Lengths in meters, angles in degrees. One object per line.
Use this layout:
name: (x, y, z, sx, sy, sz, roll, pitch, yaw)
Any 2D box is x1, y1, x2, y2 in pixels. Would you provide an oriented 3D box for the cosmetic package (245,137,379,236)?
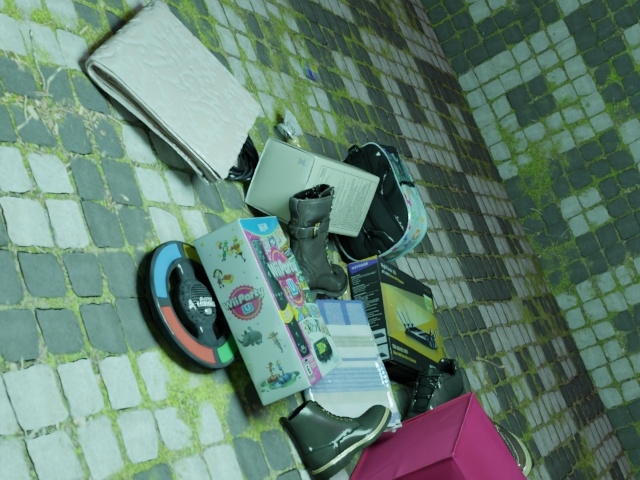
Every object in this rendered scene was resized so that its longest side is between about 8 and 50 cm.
cosmetic package: (-0.011, -0.108, 1.971, 0.129, 0.153, 0.296, 25, 6, 28)

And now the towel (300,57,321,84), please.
towel: (-0.026, -0.459, 2.509, 0.083, 0.009, 0.060, 15, 53, -59)

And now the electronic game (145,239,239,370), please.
electronic game: (-0.206, 0.105, 1.531, 0.229, 0.048, 0.229, 46, 29, -35)

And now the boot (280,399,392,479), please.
boot: (0.032, 0.323, 1.682, 0.198, 0.077, 0.137, -36, 94, -39)

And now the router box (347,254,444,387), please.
router box: (0.180, 0.194, 2.121, 0.309, 0.081, 0.243, 29, 47, -55)

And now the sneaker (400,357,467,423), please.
sneaker: (0.233, 0.351, 2.015, 0.286, 0.109, 0.130, -38, 123, -57)

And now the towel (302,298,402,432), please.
towel: (0.038, 0.246, 1.820, 0.209, 0.034, 0.285, 3, 58, -35)

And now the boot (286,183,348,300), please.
boot: (0.000, 0.000, 1.855, 0.263, 0.091, 0.229, -16, 118, -64)

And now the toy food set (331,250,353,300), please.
toy food set: (0.063, 0.113, 2.084, 0.192, 0.038, 0.132, 38, 41, -52)

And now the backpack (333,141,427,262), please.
backpack: (0.129, -0.072, 2.161, 0.191, 0.225, 0.253, 14, 47, -55)

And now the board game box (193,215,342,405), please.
board game box: (-0.087, 0.114, 1.634, 0.303, 0.097, 0.224, 65, 14, 3)

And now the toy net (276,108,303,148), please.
toy net: (-0.069, -0.202, 2.127, 0.122, 0.045, 0.232, 22, 45, -53)

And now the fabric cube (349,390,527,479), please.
fabric cube: (0.229, 0.490, 1.752, 0.258, 0.259, 0.254, 57, 25, -7)

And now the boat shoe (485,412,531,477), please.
boat shoe: (0.345, 0.438, 2.103, 0.123, 0.123, 0.342, 34, 8, -29)

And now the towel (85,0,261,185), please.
towel: (-0.265, -0.285, 1.758, 0.317, 0.053, 0.332, 45, 29, -16)

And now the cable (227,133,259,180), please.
cable: (-0.185, -0.201, 1.886, 0.150, 0.047, 0.184, 38, 35, -43)
